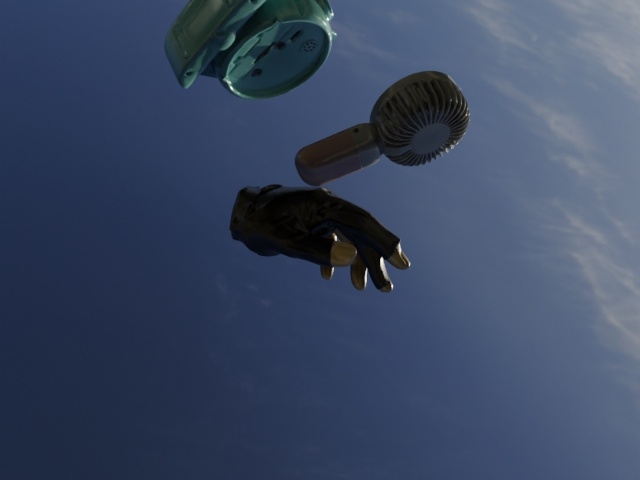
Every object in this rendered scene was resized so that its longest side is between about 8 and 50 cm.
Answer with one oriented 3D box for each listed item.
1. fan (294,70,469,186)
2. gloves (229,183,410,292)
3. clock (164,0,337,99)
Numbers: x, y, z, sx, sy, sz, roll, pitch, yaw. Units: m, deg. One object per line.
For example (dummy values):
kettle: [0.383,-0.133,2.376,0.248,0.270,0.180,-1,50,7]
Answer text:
fan: [0.081,-0.141,0.734,0.244,0.130,0.074,-21,-122,2]
gloves: [-0.002,-0.008,0.877,0.301,0.152,0.197,29,-166,5]
clock: [-0.082,-0.313,0.848,0.274,0.223,0.094,-2,-118,-52]
